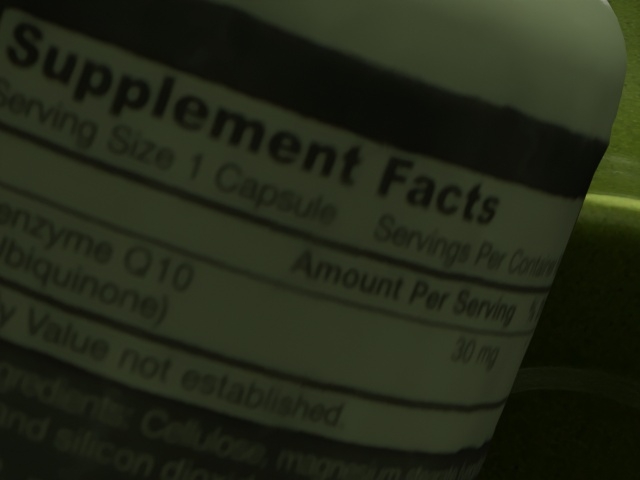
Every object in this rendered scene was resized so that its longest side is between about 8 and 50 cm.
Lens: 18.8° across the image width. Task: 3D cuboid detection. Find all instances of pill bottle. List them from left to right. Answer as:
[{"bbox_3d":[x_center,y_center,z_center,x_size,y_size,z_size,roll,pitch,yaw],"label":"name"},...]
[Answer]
[{"bbox_3d":[-0.047,0.001,0.489,0.204,0.361,0.204,20,6,-2],"label":"pill bottle"}]

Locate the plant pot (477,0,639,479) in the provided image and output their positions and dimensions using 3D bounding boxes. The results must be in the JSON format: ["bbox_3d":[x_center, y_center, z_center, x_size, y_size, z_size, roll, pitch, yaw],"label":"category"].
[{"bbox_3d":[0.090,0.054,0.760,0.366,0.366,0.353,20,18,-1],"label":"plant pot"}]
